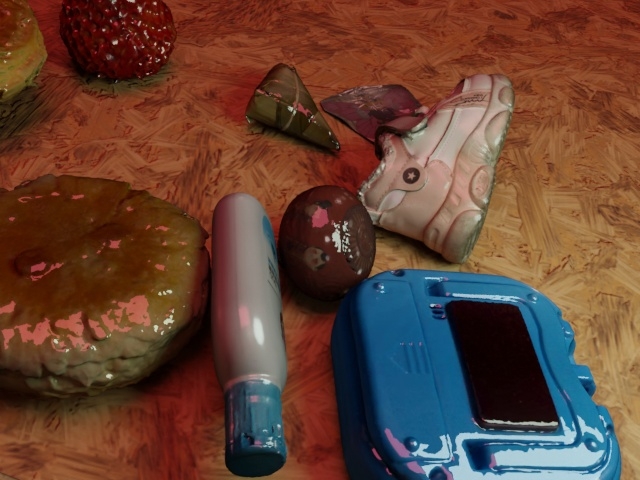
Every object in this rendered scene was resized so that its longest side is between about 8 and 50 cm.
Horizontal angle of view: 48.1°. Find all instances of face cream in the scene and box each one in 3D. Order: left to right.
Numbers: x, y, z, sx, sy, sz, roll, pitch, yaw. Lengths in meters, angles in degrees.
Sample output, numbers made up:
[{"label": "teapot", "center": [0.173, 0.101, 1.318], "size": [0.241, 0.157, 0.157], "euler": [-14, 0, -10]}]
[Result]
[{"label": "face cream", "center": [-0.082, 0.103, 0.821], "size": [0.080, 0.163, 0.337], "euler": [-9, 44, -1]}]

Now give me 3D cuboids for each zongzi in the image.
[{"label": "zongzi", "center": [-0.029, -0.237, 1.262], "size": [0.176, 0.078, 0.160], "euler": [23, 43, -3]}]

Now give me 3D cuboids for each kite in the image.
[{"label": "kite", "center": [0.162, -0.190, 1.290], "size": [0.204, 0.022, 0.360], "euler": [-20, 50, -29]}]

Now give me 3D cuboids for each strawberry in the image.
[{"label": "strawberry", "center": [-0.352, -0.403, 1.240], "size": [0.205, 0.244, 0.205], "euler": [7, 45, -7]}]

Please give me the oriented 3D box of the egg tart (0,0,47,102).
[{"label": "egg tart", "center": [-0.611, -0.309, 1.151], "size": [0.351, 0.153, 0.339], "euler": [3, 43, -9]}]

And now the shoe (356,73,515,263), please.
[{"label": "shoe", "center": [0.179, -0.142, 1.111], "size": [0.198, 0.172, 0.351], "euler": [16, 52, 7]}]

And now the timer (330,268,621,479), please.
[{"label": "timer", "center": [0.174, 0.171, 0.842], "size": [0.309, 0.115, 0.340], "euler": [5, 43, -11]}]

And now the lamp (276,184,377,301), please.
[{"label": "lamp", "center": [0.000, 0.005, 0.967], "size": [0.135, 0.157, 0.156], "euler": [-7, 79, 29]}]

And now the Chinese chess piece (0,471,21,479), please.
[{"label": "Chinese chess piece", "center": [-0.302, 0.304, 0.554], "size": [0.257, 0.104, 0.257], "euler": [22, 37, -18]}]

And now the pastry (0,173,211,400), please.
[{"label": "pastry", "center": [-0.289, 0.053, 0.846], "size": [0.329, 0.136, 0.330], "euler": [5, 44, -5]}]
